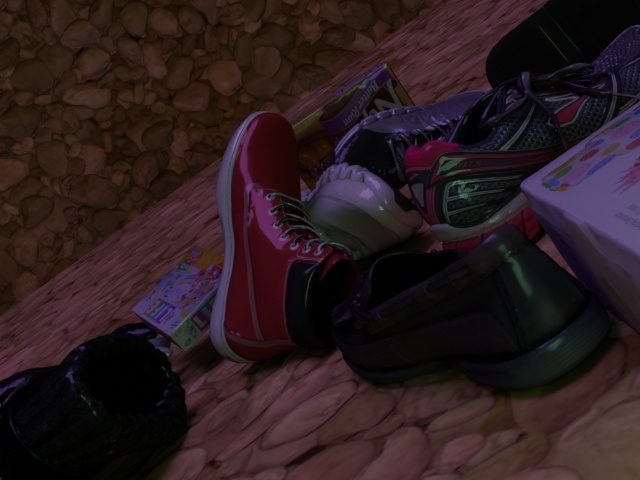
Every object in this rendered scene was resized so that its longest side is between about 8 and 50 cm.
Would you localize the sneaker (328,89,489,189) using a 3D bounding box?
[{"bbox_3d":[0.125,-0.108,1.251,0.228,0.086,0.132,-26,13,-22],"label":"sneaker"}]

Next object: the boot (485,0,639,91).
[{"bbox_3d":[0.330,-0.269,1.367,0.305,0.112,0.115,-31,1,28],"label":"boot"}]

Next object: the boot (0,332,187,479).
[{"bbox_3d":[-0.269,0.213,0.999,0.260,0.131,0.348,-28,15,20],"label":"boot"}]

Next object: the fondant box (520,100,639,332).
[{"bbox_3d":[0.293,-0.070,0.652,0.330,0.096,0.238,-33,11,2],"label":"fondant box"}]

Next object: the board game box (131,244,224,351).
[{"bbox_3d":[-0.137,0.059,1.276,0.103,0.026,0.154,-46,21,-12],"label":"board game box"}]

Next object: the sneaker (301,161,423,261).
[{"bbox_3d":[0.000,0.000,1.227,0.118,0.110,0.292,-58,20,-21],"label":"sneaker"}]

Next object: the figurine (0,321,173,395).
[{"bbox_3d":[-0.253,0.160,1.301,0.209,0.092,0.215,-33,12,-11],"label":"figurine"}]

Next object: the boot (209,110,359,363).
[{"bbox_3d":[-0.020,-0.016,1.094,0.176,0.088,0.244,-18,65,53],"label":"boot"}]

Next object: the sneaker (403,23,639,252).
[{"bbox_3d":[0.198,-0.102,1.010,0.299,0.112,0.121,-40,12,-27],"label":"sneaker"}]

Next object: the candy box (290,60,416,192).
[{"bbox_3d":[0.043,-0.152,1.663,0.186,0.109,0.053,-33,12,6],"label":"candy box"}]

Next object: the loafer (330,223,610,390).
[{"bbox_3d":[0.080,0.035,0.822,0.109,0.095,0.302,-39,12,-20],"label":"loafer"}]
